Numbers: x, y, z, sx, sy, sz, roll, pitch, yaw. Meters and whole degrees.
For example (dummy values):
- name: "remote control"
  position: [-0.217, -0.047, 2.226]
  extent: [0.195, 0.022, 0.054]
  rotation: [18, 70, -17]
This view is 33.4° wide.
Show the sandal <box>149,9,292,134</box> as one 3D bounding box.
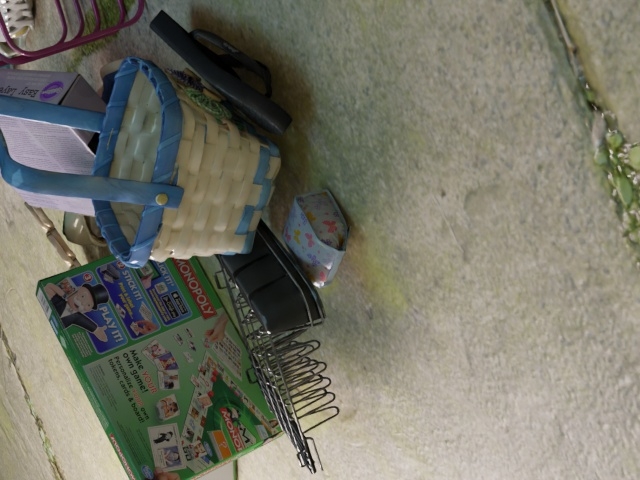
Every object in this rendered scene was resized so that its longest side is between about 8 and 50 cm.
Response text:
- name: "sandal"
  position: [-0.109, -0.197, 1.157]
  extent: [0.254, 0.054, 0.097]
  rotation: [45, -175, 40]

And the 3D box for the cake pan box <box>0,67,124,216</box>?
- name: "cake pan box"
  position: [-0.353, -0.125, 1.414]
  extent: [0.267, 0.070, 0.246]
  rotation: [8, 152, 34]

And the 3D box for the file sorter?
- name: "file sorter"
  position: [-0.385, -0.330, 1.391]
  extent: [0.290, 0.202, 0.182]
  rotation: [7, 117, 56]

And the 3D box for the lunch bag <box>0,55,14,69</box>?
- name: "lunch bag"
  position: [-0.633, -0.263, 1.805]
  extent: [0.176, 0.219, 0.090]
  rotation: [1, 103, 56]

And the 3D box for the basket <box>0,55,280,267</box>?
- name: "basket"
  position: [-0.212, -0.093, 1.146]
  extent: [0.255, 0.289, 0.201]
  rotation: [45, 127, 53]

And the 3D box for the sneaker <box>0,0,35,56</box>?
- name: "sneaker"
  position: [-0.473, -0.365, 1.629]
  extent: [0.092, 0.087, 0.228]
  rotation: [58, 156, 4]

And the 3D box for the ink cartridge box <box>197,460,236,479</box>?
- name: "ink cartridge box"
  position: [-0.224, 0.288, 1.632]
  extent: [0.219, 0.092, 0.160]
  rotation: [36, 137, 41]

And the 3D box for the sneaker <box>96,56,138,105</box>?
- name: "sneaker"
  position: [-0.262, -0.182, 1.422]
  extent: [0.152, 0.058, 0.085]
  rotation: [-34, 74, 63]

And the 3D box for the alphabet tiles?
- name: "alphabet tiles"
  position: [-0.384, 0.052, 1.711]
  extent: [0.284, 0.021, 0.278]
  rotation: [57, 169, -10]

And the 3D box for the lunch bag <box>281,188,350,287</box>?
- name: "lunch bag"
  position: [0.000, 0.000, 1.133]
  extent: [0.083, 0.053, 0.071]
  rotation: [63, 151, 31]

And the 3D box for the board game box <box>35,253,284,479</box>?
- name: "board game box"
  position: [-0.208, 0.158, 1.404]
  extent: [0.317, 0.213, 0.046]
  rotation: [60, 148, 15]

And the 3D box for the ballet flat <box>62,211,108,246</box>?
- name: "ballet flat"
  position: [-0.344, -0.084, 1.615]
  extent: [0.086, 0.086, 0.248]
  rotation: [47, 145, 32]

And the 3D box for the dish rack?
- name: "dish rack"
  position: [-0.045, 0.125, 1.224]
  extent: [0.208, 0.074, 0.271]
  rotation: [-129, 21, -55]
